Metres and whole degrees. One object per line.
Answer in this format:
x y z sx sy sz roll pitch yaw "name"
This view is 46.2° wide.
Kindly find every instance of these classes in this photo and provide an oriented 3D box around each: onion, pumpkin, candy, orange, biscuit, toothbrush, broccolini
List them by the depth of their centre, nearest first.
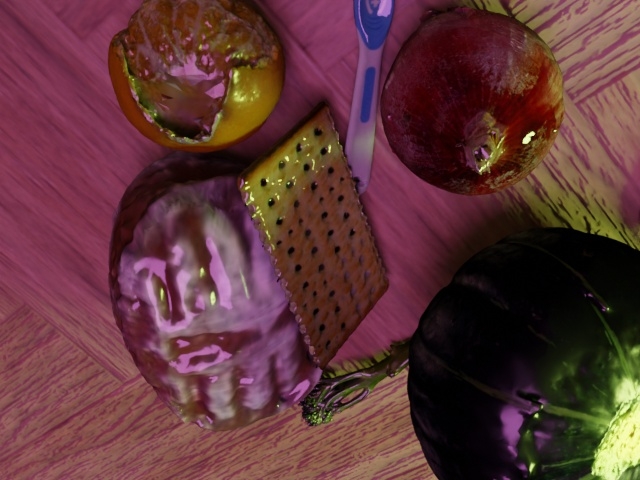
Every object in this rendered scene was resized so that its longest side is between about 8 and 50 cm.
0.126 -0.102 0.611 0.159 0.195 0.160 1 118 2 "onion"
0.045 -0.202 0.659 0.040 0.040 0.386 9 129 4 "toothbrush"
-0.109 -0.147 0.662 0.156 0.134 0.157 0 134 0 "orange"
0.000 0.000 0.723 0.016 0.139 0.232 12 136 40 "biscuit"
0.211 0.121 0.739 0.295 0.296 0.296 5 125 7 "pumpkin"
-0.099 0.057 0.759 0.214 0.157 0.290 -22 117 -14 "candy"
0.061 0.149 0.894 0.216 0.058 0.067 -38 152 22 "broccolini"
